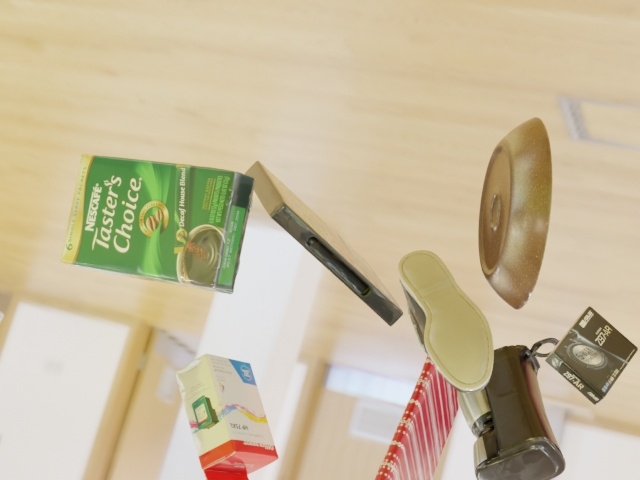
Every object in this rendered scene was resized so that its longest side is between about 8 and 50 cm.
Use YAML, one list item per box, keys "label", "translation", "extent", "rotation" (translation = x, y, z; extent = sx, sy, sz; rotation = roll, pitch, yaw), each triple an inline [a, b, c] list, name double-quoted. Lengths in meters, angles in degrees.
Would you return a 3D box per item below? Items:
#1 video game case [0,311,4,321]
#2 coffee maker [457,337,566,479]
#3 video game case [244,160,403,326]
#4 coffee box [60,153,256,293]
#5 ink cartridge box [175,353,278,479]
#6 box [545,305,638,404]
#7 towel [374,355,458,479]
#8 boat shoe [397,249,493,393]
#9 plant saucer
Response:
- label: "video game case"
  translation: [-0.625, 0.191, 2.169]
  extent: [0.183, 0.201, 0.023]
  rotation: [8, 156, 41]
- label: "coffee maker"
  translation: [0.276, 0.241, 1.845]
  extent: [0.120, 0.178, 0.171]
  rotation: [26, 123, -31]
- label: "video game case"
  translation: [0.000, 0.000, 1.992]
  extent: [0.248, 0.035, 0.275]
  rotation: [43, -176, -19]
- label: "coffee box"
  translation: [-0.155, -0.017, 1.237]
  extent: [0.184, 0.113, 0.040]
  rotation: [9, 176, 30]
- label: "ink cartridge box"
  translation: [-0.153, 0.318, 2.249]
  extent: [0.078, 0.231, 0.134]
  rotation: [-31, 154, 24]
- label: "box"
  translation: [0.271, 0.114, 1.318]
  extent: [0.067, 0.083, 0.018]
  rotation: [43, 141, 6]
- label: "towel"
  translation: [0.113, 0.268, 1.652]
  extent: [0.031, 0.275, 0.199]
  rotation: [13, 146, 19]
- label: "boat shoe"
  translation: [0.143, 0.100, 1.487]
  extent: [0.075, 0.206, 0.065]
  rotation: [-18, 136, -6]
- label: "plant saucer"
  translation: [0.194, -0.029, 1.353]
  extent: [0.036, 0.198, 0.198]
  rotation: [6, 166, -6]
